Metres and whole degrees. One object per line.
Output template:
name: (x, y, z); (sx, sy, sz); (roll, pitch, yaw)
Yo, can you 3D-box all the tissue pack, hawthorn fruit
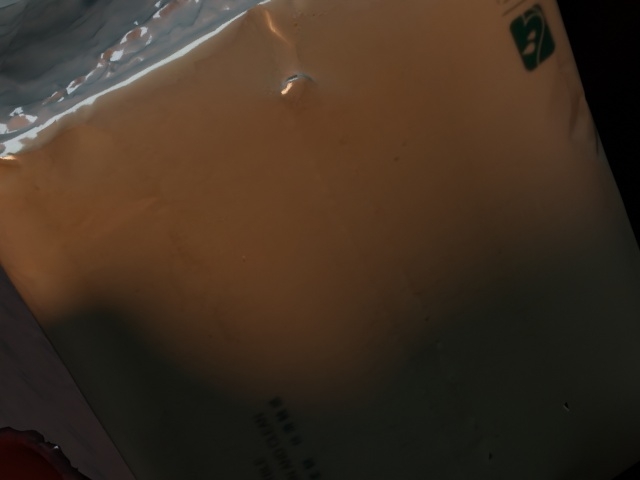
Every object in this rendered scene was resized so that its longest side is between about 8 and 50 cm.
tissue pack: (0.000, 0.000, 0.910); (0.297, 0.380, 0.207); (-32, 35, -6)
hawthorn fruit: (0.195, -0.122, 1.136); (0.189, 0.189, 0.251); (-24, 20, 2)

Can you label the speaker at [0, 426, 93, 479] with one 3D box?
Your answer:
speaker: (-0.022, 0.218, 0.765); (0.259, 0.329, 0.198); (-51, 44, 29)
